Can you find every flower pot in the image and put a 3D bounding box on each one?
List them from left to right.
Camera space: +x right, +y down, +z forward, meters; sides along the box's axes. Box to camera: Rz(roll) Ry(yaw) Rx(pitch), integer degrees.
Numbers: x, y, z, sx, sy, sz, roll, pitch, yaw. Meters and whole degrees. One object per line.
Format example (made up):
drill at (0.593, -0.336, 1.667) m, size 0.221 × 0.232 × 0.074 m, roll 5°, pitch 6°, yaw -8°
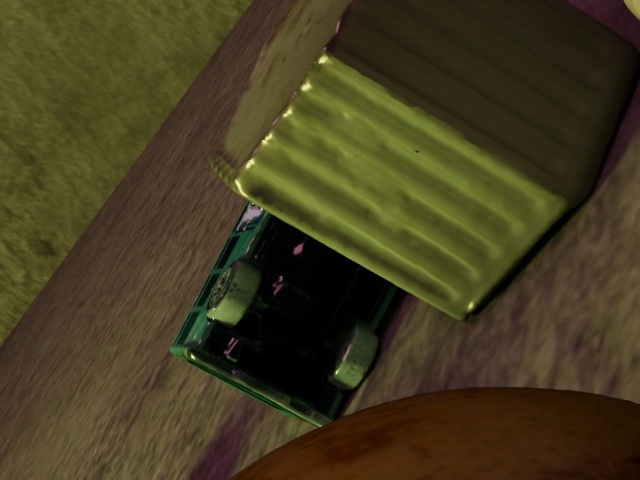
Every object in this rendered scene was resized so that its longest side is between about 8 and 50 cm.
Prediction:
flower pot at (0.062, -0.086, 1.182) m, size 0.239 × 0.190 × 0.209 m, roll -49°, pitch 17°, yaw 34°

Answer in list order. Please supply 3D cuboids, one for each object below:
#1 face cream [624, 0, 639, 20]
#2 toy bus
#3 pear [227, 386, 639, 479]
face cream at (0.213, -0.138, 0.987) m, size 0.082 × 0.082 × 0.269 m, roll -56°, pitch 13°, yaw 12°
toy bus at (0.000, 0.000, 1.356) m, size 0.256 × 0.128 × 0.147 m, roll -63°, pitch 12°, yaw -10°
pear at (0.058, 0.174, 0.479) m, size 0.283 × 0.284 × 0.283 m, roll -54°, pitch 14°, yaw 20°
